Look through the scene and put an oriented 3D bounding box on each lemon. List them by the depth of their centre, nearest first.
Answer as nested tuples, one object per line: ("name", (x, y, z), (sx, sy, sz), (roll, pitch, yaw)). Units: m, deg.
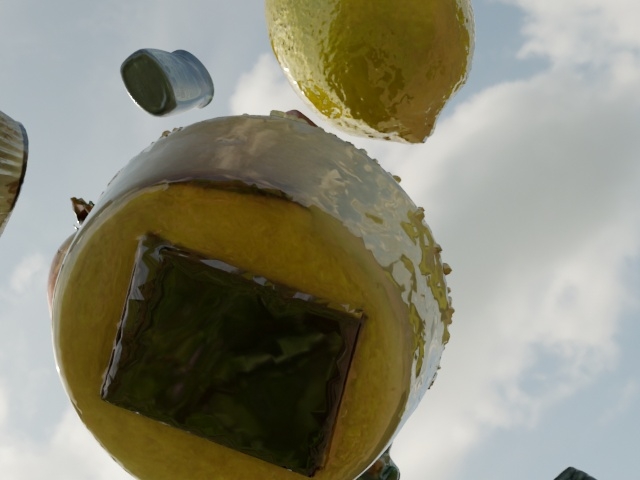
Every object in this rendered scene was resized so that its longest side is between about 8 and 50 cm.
("lemon", (0.055, -0.244, 1.280), (0.236, 0.263, 0.236), (-30, -32, -21))

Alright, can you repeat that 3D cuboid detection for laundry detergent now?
("laundry detergent", (-0.199, -0.218, 1.597), (0.061, 0.097, 0.206), (-38, -3, 18))

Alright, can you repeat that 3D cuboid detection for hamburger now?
("hamburger", (-0.052, 0.052, 0.840), (0.302, 0.302, 0.170), (-63, -3, 21))

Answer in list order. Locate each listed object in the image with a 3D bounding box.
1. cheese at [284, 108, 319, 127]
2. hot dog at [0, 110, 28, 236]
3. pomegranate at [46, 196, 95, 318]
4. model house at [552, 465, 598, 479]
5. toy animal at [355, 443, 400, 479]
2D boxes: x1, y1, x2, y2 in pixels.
("cheese", (-0.009, 0.008, 1.151), (0.128, 0.177, 0.203), (-27, -46, 26))
("hot dog", (-0.292, -0.013, 0.891), (0.069, 0.131, 0.253), (8, -42, -35))
("pomegranate", (-0.245, 0.050, 1.451), (0.210, 0.235, 0.210), (-22, -2, -1))
("model house", (0.155, 0.260, 0.822), (0.183, 0.172, 0.166), (-39, -19, -10))
("toy animal", (0.045, 0.275, 1.470), (0.108, 0.236, 0.138), (20, -42, -37))
